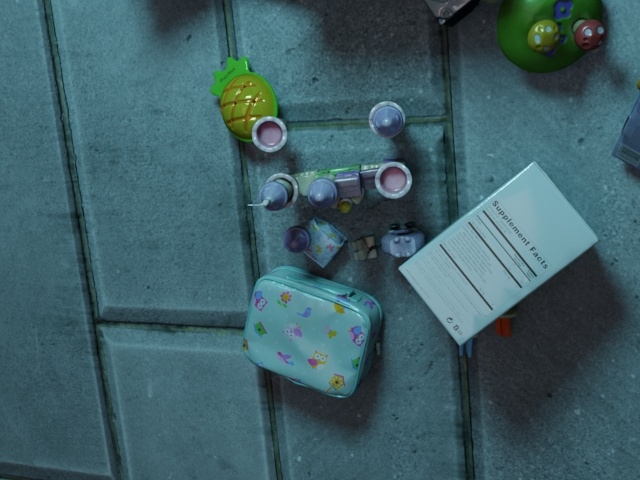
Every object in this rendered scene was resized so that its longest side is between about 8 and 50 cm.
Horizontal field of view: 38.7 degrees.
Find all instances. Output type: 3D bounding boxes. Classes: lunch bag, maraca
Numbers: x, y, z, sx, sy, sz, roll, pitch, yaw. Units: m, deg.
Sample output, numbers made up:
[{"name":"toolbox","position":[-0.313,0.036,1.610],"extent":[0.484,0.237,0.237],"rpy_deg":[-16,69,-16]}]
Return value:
[{"name":"lunch bag","position":[-0.011,0.181,1.866],"extent":[0.279,0.108,0.224],"rpy_deg":[19,108,18]},{"name":"lunch bag","position":[0.000,0.000,1.844],"extent":[0.083,0.053,0.071],"rpy_deg":[37,117,-1]},{"name":"maraca","position":[-0.152,-0.281,1.814],"extent":[0.127,0.099,0.185],"rpy_deg":[-39,70,19]}]

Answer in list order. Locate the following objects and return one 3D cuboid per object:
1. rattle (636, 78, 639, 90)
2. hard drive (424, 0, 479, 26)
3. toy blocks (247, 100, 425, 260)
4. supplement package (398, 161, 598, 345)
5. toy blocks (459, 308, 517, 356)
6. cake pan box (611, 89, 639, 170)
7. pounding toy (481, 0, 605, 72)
[{"name":"rattle","position":[0.588,-0.325,1.409],"extent":[0.130,0.143,0.199],"rpy_deg":[2,99,-15]},{"name":"hard drive","position":[0.216,-0.574,1.564],"extent":[0.237,0.064,0.339],"rpy_deg":[-35,80,26]},{"name":"toy blocks","position":[0.033,-0.085,1.655],"extent":[0.289,0.260,0.308],"rpy_deg":[-7,102,7]},{"name":"supplement package","position":[0.309,0.020,1.600],"extent":[0.293,0.177,0.175],"rpy_deg":[-39,85,9]},{"name":"toy blocks","position":[0.314,0.154,1.743],"extent":[0.123,0.054,0.148],"rpy_deg":[4,105,24]},{"name":"cake pan box","position":[0.599,-0.143,1.427],"extent":[0.246,0.267,0.070],"rpy_deg":[34,78,17]},{"name":"pounding toy","position":[0.377,-0.364,1.482],"extent":[0.183,0.110,0.237],"rpy_deg":[-34,122,10]}]
